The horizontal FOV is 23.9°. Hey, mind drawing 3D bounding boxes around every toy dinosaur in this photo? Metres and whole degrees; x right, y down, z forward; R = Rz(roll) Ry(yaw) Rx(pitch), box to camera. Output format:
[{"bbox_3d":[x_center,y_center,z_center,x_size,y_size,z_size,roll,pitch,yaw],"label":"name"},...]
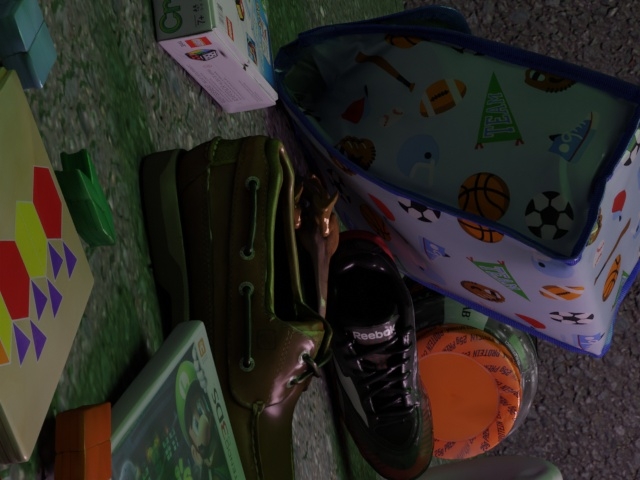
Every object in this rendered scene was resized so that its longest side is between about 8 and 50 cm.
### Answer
[{"bbox_3d":[0.000,0.000,1.531,0.112,0.064,0.211,70,14,-48],"label":"toy dinosaur"}]

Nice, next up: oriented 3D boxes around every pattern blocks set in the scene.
[{"bbox_3d":[-0.160,0.010,0.740,0.325,0.026,0.285,-75,153,-68],"label":"pattern blocks set"}]

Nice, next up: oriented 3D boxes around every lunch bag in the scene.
[{"bbox_3d":[0.153,-0.075,1.622,0.239,0.385,0.328,-64,156,-16],"label":"lunch bag"}]

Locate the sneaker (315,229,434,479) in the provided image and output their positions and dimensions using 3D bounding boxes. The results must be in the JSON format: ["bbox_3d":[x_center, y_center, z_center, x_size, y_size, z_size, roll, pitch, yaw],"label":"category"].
[{"bbox_3d":[0.057,0.124,1.580,0.135,0.097,0.276,137,-60,-89],"label":"sneaker"}]

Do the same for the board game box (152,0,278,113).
[{"bbox_3d":[-0.102,-0.281,1.291,0.193,0.053,0.305,44,37,-72],"label":"board game box"}]

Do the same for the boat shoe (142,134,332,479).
[{"bbox_3d":[-0.046,0.078,1.074,0.111,0.104,0.307,-39,118,-79],"label":"boat shoe"}]

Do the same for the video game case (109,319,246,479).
[{"bbox_3d":[-0.087,0.164,0.937,0.190,0.022,0.173,-56,135,-66],"label":"video game case"}]

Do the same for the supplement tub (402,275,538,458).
[{"bbox_3d":[0.177,0.144,1.946,0.338,0.207,0.207,-62,140,-75],"label":"supplement tub"}]

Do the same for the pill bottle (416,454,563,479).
[{"bbox_3d":[0.188,0.450,1.641,0.224,0.224,0.392,-29,107,-79],"label":"pill bottle"}]
